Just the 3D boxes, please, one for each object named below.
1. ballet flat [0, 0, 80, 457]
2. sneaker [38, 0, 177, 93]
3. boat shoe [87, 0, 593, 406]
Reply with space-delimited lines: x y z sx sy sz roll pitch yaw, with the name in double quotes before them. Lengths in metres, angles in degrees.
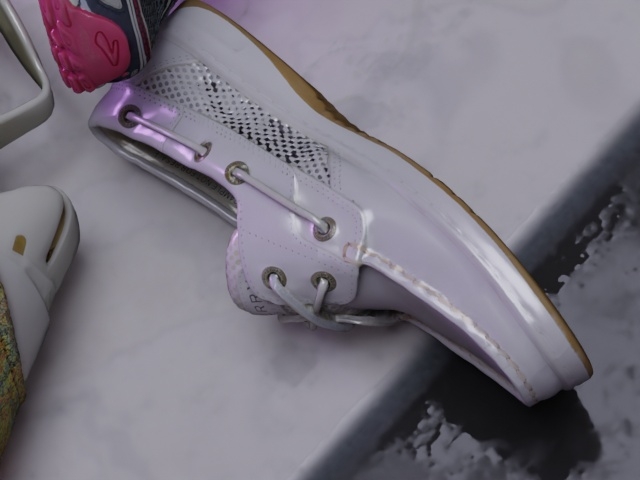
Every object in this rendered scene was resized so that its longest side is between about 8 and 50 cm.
"ballet flat" -0.175 -0.031 0.878 0.123 0.123 0.348 -19 64 2
"sneaker" -0.062 -0.186 0.879 0.112 0.120 0.299 7 47 10
"boat shoe" 0.000 0.000 0.837 0.096 0.098 0.277 -45 57 -9
